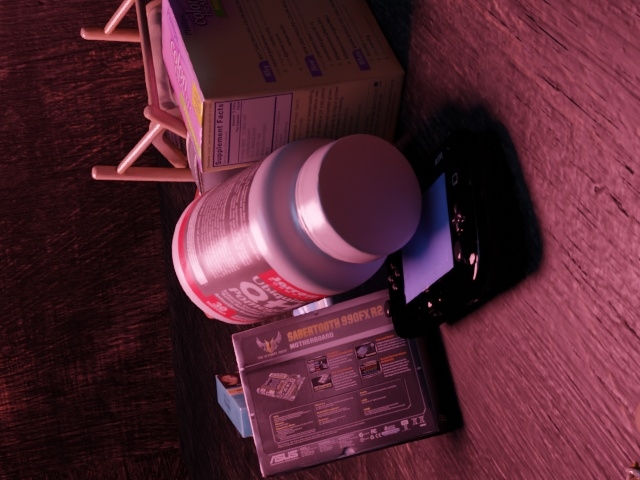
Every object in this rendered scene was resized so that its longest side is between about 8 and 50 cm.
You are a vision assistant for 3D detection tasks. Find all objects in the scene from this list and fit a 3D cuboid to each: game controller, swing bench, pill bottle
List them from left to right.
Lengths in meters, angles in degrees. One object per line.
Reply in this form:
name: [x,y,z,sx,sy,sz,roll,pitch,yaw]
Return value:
swing bench: [-0.175,-0.206,1.683,0.165,0.255,0.253,-40,51,42]
pill bottle: [-0.028,-0.015,1.381,0.318,0.176,0.176,-24,75,57]
game controller: [0.123,0.001,1.301,0.319,0.067,0.166,129,130,-70]

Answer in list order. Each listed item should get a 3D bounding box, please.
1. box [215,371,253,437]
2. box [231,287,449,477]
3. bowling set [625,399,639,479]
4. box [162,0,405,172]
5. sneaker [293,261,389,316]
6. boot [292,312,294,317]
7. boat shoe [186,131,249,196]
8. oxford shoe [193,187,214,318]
box: [-0.133,0.316,2.408,0.244,0.101,0.060,-151,55,-71]
box: [0.022,0.172,1.482,0.056,0.231,0.183,29,-135,-69]
bowling set: [0.227,0.236,0.815,0.154,0.200,0.287,137,119,-71]
box: [-0.051,-0.209,1.477,0.117,0.243,0.213,98,157,-46]
sneaker: [0.000,0.000,1.653,0.208,0.127,0.318,134,126,-71]
boot: [0.002,0.183,1.823,0.248,0.090,0.206,123,133,-74]
boat shoe: [-0.099,-0.038,1.614,0.319,0.116,0.099,76,-175,-51]
oxford shoe: [-0.127,-0.069,1.943,0.140,0.147,0.396,141,133,-66]
